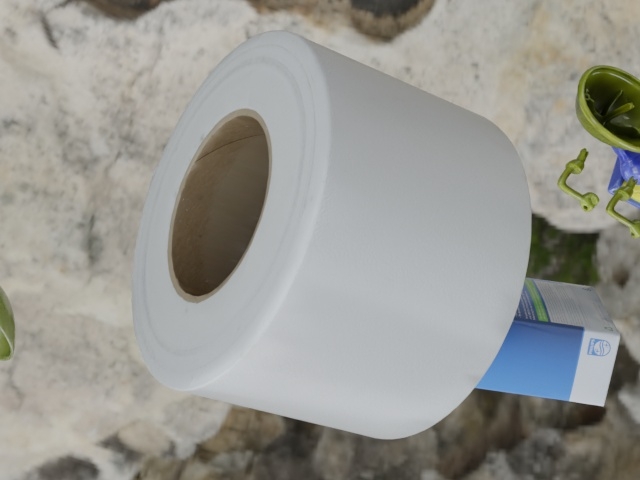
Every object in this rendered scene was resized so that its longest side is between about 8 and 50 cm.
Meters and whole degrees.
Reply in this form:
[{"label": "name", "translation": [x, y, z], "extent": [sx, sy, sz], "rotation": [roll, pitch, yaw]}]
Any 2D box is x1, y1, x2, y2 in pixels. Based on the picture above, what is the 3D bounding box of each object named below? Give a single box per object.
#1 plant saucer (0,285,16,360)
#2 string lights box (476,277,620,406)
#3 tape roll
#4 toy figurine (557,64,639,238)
[{"label": "plant saucer", "translation": [-0.373, 0.022, 1.145], "extent": [0.241, 0.037, 0.241], "rotation": [28, 154, 15]}, {"label": "string lights box", "translation": [0.138, 0.080, 1.168], "extent": [0.259, 0.133, 0.077], "rotation": [8, 107, -1]}, {"label": "tape roll", "translation": [0.000, 0.000, 0.838], "extent": [0.169, 0.246, 0.246], "rotation": [18, 138, -32]}, {"label": "toy figurine", "translation": [0.407, -0.060, 1.524], "extent": [0.362, 0.191, 0.217], "rotation": [24, 171, -15]}]
